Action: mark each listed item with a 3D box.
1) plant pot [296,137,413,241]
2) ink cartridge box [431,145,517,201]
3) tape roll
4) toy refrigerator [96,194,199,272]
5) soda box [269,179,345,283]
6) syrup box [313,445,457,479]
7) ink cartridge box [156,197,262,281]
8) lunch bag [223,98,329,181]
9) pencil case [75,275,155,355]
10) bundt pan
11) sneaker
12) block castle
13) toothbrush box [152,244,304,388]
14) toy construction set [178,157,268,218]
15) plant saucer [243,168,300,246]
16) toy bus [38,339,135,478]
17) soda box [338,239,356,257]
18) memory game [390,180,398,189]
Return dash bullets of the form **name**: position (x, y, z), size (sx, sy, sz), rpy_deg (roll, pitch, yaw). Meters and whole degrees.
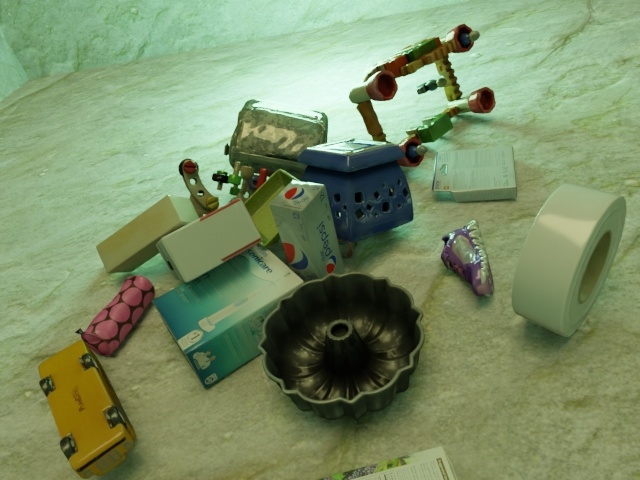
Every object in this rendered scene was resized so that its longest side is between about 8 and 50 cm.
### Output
- **plant pot**: position (0.082, -0.143, 1.335), size (0.235, 0.212, 0.236), rpy_deg (-20, 25, -35)
- **ink cartridge box**: position (0.439, -0.191, 1.484), size (0.223, 0.045, 0.223), rpy_deg (-1, 40, 18)
- **tape roll**: position (0.483, 0.037, 1.004), size (0.100, 0.286, 0.286), rpy_deg (24, 52, 37)
- **toy refrigerator**: position (-0.469, -0.018, 1.412), size (0.269, 0.102, 0.094), rpy_deg (-31, 79, 16)
- **soda box**: position (-0.022, 0.007, 1.192), size (0.091, 0.286, 0.098), rpy_deg (13, 47, 30)
- **syrup box**: position (0.099, 0.415, 0.812), size (0.236, 0.093, 0.096), rpy_deg (-16, 38, -1)
- **ink cartridge box**: position (-0.277, 0.004, 1.249), size (0.197, 0.114, 0.273), rpy_deg (-30, 8, -19)
- **lunch bag**: position (-0.120, -0.285, 1.580), size (0.304, 0.213, 0.256), rpy_deg (11, 34, -2)
- **pencil case**: position (-0.505, 0.182, 1.294), size (0.098, 0.095, 0.209), rpy_deg (-14, 31, 35)
- **bundt pan**: position (0.049, 0.219, 1.044), size (0.330, 0.124, 0.331), rpy_deg (-9, 38, 7)
- **sneaker**: position (0.334, 0.048, 1.198), size (0.104, 0.095, 0.236), rpy_deg (-13, 33, 13)
- **block castle**: position (0.336, -0.452, 1.604), size (0.453, 0.303, 0.212), rpy_deg (-36, 21, -26)
- **toothbrush box**: position (-0.198, 0.158, 1.193), size (0.295, 0.126, 0.216), rpy_deg (-32, 40, -20)
- **toy construction set**: position (-0.280, -0.096, 1.492), size (0.308, 0.257, 0.237), rpy_deg (8, 86, 48)
- **plant saucer**: position (-0.113, -0.077, 1.322), size (0.188, 0.045, 0.188), rpy_deg (-46, 44, -6)
- **toy bus**: position (-0.474, 0.340, 1.054), size (0.108, 0.130, 0.332), rpy_deg (-32, 42, -22)
- **soda box**: position (0.000, 0.000, 1.378), size (0.183, 0.058, 0.063), rpy_deg (3, 42, 20)
- **memory game**: position (0.168, -0.163, 1.561), size (0.186, 0.012, 0.186), rpy_deg (-9, 39, 7)
